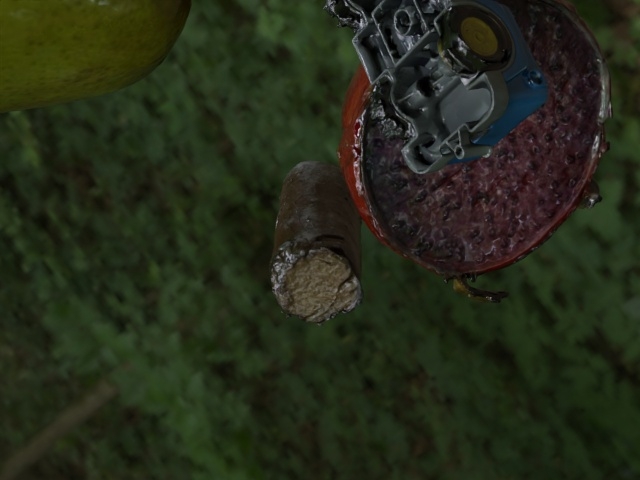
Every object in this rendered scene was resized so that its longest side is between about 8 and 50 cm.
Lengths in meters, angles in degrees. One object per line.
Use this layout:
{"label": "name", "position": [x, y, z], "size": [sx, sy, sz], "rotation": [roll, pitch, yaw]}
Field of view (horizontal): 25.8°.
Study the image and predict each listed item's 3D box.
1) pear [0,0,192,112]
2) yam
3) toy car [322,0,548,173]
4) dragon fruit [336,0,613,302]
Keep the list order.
{"label": "pear", "position": [-0.206, -0.178, 0.684], "size": [0.307, 0.253, 0.253], "rotation": [14, -162, -13]}
{"label": "yam", "position": [-0.001, -0.001, 1.153], "size": [0.079, 0.079, 0.141], "rotation": [52, -158, -26]}
{"label": "toy car", "position": [0.079, -0.138, 0.887], "size": [0.100, 0.097, 0.191], "rotation": [-12, -109, -37]}
{"label": "dragon fruit", "position": [0.096, -0.094, 1.058], "size": [0.224, 0.218, 0.148], "rotation": [45, 176, -32]}
